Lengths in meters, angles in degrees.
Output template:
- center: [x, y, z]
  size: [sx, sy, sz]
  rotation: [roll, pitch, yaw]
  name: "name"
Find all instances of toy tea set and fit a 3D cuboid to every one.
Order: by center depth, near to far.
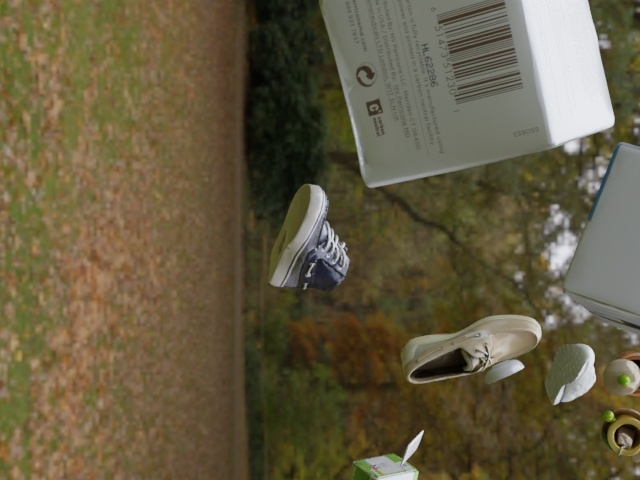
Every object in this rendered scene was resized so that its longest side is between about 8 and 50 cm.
- center: [0.603, 0.343, 1.787]
  size: [0.200, 0.336, 0.124]
  rotation: [-51, 179, 10]
  name: "toy tea set"

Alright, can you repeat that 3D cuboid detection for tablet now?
- center: [0.196, 0.444, 2.231]
  size: [0.083, 0.006, 0.054]
  rotation: [-27, 140, -57]
  name: "tablet"

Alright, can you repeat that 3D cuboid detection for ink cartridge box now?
- center: [0.479, 0.016, 1.524]
  size: [0.307, 0.129, 0.223]
  rotation: [26, 84, -62]
  name: "ink cartridge box"
- center: [0.087, 0.610, 2.400]
  size: [0.097, 0.255, 0.189]
  rotation: [28, -67, 50]
  name: "ink cartridge box"

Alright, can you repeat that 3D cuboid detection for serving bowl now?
- center: [0.364, 0.258, 2.086]
  size: [0.083, 0.083, 0.027]
  rotation: [104, -39, -81]
  name: "serving bowl"

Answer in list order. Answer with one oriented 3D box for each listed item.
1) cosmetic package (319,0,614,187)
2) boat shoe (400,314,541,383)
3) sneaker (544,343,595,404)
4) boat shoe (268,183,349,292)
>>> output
- center: [0.257, -0.295, 1.730]
  size: [0.393, 0.327, 0.329]
  rotation: [-19, 97, -60]
  name: "cosmetic package"
- center: [0.320, 0.238, 2.195]
  size: [0.098, 0.302, 0.109]
  rotation: [-93, 169, -60]
  name: "boat shoe"
- center: [0.591, 0.300, 2.398]
  size: [0.235, 0.094, 0.090]
  rotation: [102, -18, -59]
  name: "sneaker"
- center: [0.000, 0.000, 2.238]
  size: [0.340, 0.158, 0.127]
  rotation: [120, -22, -58]
  name: "boat shoe"
